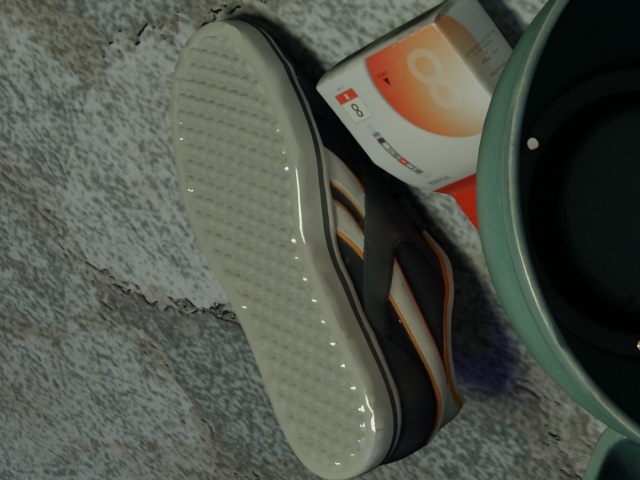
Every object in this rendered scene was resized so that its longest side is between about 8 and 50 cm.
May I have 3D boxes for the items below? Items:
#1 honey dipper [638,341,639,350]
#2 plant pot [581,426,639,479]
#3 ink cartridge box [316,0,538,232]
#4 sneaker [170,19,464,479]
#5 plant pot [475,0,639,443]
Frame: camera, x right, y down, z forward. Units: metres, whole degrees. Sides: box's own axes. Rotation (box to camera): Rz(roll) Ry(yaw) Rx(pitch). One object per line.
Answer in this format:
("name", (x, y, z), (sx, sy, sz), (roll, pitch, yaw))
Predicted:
("honey dipper", (0.268, 0.082, 1.129), (0.161, 0.030, 0.030), (17, 133, 36))
("plant pot", (0.296, 0.291, 1.128), (0.247, 0.247, 0.252), (-1, 139, 41))
("ink cartridge box", (0.093, -0.057, 1.133), (0.179, 0.045, 0.145), (55, 148, -8))
("sneaker", (0.000, 0.000, 1.229), (0.126, 0.127, 0.321), (-25, 81, 43))
("plant pot", (0.204, -0.022, 0.925), (0.293, 0.293, 0.196), (50, 167, -6))
